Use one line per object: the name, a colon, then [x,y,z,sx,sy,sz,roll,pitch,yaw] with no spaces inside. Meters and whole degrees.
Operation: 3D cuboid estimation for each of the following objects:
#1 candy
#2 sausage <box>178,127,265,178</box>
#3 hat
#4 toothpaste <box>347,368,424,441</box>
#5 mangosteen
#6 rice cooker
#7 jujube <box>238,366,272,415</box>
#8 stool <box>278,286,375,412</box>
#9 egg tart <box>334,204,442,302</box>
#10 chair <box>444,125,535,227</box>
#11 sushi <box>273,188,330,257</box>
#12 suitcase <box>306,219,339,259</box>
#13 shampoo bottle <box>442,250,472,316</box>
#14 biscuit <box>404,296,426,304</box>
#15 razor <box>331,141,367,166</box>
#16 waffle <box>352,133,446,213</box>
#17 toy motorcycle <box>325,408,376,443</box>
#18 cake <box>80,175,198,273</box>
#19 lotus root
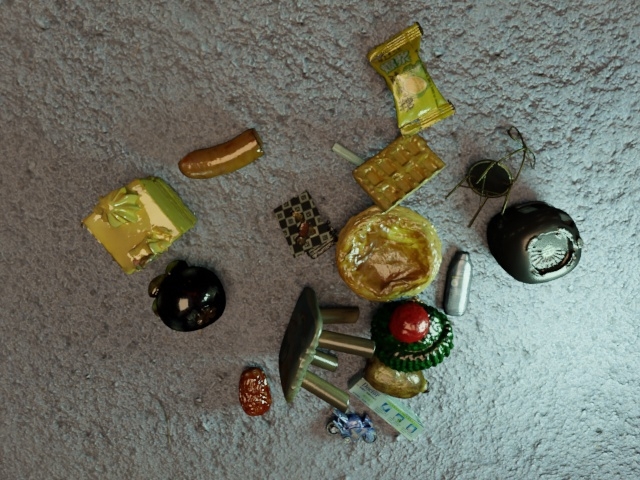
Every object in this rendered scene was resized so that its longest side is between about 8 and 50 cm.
candy: [0.275,-0.482,1.291,0.187,0.081,0.297,-27,93,5]
sausage: [-0.307,-0.259,1.325,0.271,0.109,0.108,-18,105,2]
hat: [0.281,0.278,1.369,0.274,0.242,0.332,-17,147,8]
toothpaste: [0.248,0.623,1.609,0.336,0.067,0.081,42,100,-12]
mangosteen: [-0.438,0.182,1.392,0.243,0.243,0.242,-1,105,-2]
rice cooker: [0.691,0.005,1.377,0.267,0.224,0.267,-1,104,-3]
jujube: [-0.241,0.548,1.551,0.112,0.109,0.176,-14,100,-36]
stool: [0.008,0.353,1.408,0.226,0.310,0.310,17,105,-14]
egg tart: [0.219,0.035,1.404,0.352,0.150,0.351,0,107,0]
chair: [0.551,-0.200,1.364,0.160,0.170,0.325,47,55,-9]
sushi: [-0.059,-0.054,1.393,0.139,0.031,0.201,-28,68,8]
suitcase: [0.000,0.000,1.414,0.126,0.086,0.059,-38,110,7]
shampoo bottle: [0.485,0.152,1.497,0.087,0.049,0.233,3,105,-2]
biscuit: [0.339,0.239,1.533,0.091,0.015,0.078,6,105,-4]
razor: [0.157,-0.226,1.368,0.278,0.111,0.056,38,90,-3]
waffle: [0.240,-0.214,1.310,0.274,0.057,0.168,-38,79,-18]
toy motorcycle: [0.124,0.709,1.627,0.205,0.076,0.114,15,95,-5]
cake: [-0.542,-0.050,1.272,0.222,0.286,0.227,-37,104,7]
lotus root: [0.278,0.491,1.535,0.260,0.128,0.145,22,73,-6]
